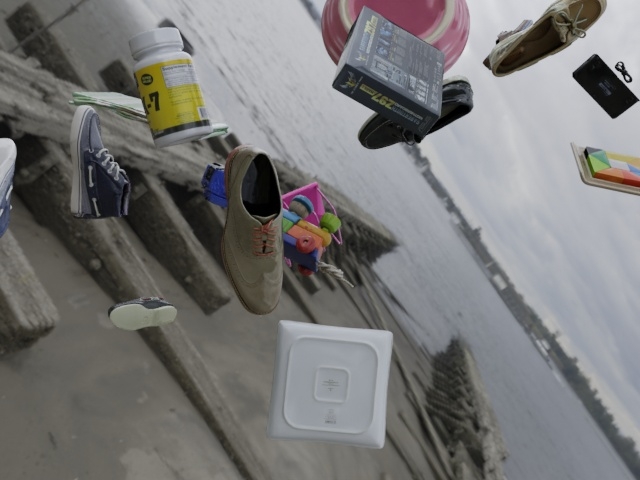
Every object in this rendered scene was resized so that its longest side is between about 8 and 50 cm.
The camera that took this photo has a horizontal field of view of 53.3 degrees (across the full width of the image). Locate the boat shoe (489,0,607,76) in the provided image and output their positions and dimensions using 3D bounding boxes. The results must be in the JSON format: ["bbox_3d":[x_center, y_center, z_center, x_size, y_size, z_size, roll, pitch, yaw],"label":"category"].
[{"bbox_3d":[0.527,-0.470,1.478,0.104,0.285,0.089,46,33,-17],"label":"boat shoe"}]

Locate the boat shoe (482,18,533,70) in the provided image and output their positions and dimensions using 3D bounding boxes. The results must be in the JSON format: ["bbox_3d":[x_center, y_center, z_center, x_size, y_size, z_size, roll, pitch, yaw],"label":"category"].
[{"bbox_3d":[0.514,-0.544,1.753,0.066,0.183,0.066,34,-11,22],"label":"boat shoe"}]

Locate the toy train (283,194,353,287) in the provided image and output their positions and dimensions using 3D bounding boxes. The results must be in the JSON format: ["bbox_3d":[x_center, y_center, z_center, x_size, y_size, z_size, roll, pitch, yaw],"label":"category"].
[{"bbox_3d":[0.000,0.000,1.391,0.248,0.143,0.105,27,-31,19],"label":"toy train"}]

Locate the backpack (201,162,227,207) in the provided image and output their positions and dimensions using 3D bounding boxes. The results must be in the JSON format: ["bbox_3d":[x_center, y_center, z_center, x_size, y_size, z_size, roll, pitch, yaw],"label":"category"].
[{"bbox_3d":[-0.257,-0.145,1.627,0.098,0.101,0.120,27,7,-29],"label":"backpack"}]

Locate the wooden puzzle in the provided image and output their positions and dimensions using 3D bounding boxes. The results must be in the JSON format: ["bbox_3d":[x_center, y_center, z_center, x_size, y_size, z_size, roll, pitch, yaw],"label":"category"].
[{"bbox_3d":[0.813,-0.195,1.747,0.239,0.044,0.221,16,36,1],"label":"wooden puzzle"}]

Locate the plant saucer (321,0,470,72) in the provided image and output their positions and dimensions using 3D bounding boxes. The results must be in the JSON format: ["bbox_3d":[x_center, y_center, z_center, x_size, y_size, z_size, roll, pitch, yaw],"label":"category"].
[{"bbox_3d":[0.165,-0.495,1.404,0.332,0.332,0.084,59,-6,18],"label":"plant saucer"}]

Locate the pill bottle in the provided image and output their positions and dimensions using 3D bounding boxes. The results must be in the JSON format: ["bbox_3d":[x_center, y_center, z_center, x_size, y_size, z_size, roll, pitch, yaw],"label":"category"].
[{"bbox_3d":[-0.293,-0.295,1.239,0.119,0.119,0.208,-51,126,-79],"label":"pill bottle"}]

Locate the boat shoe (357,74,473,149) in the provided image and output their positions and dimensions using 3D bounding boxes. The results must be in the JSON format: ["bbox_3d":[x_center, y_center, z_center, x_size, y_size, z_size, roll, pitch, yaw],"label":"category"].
[{"bbox_3d":[0.260,-0.318,1.733,0.127,0.340,0.113,44,29,-54],"label":"boat shoe"}]

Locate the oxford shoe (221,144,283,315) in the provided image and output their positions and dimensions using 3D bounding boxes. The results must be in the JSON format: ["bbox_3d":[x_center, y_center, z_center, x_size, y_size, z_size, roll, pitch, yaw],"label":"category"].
[{"bbox_3d":[-0.129,-0.012,1.251,0.130,0.123,0.347,-158,-121,-70],"label":"oxford shoe"}]

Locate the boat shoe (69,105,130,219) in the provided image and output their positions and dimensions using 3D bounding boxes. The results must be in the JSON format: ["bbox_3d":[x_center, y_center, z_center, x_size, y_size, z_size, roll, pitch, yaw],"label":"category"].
[{"bbox_3d":[-0.643,-0.224,1.893,0.127,0.158,0.340,-62,158,-76],"label":"boat shoe"}]

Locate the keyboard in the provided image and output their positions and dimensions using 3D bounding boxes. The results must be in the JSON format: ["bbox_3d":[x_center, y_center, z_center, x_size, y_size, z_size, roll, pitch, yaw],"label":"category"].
[{"bbox_3d":[0.745,-0.405,1.641,0.180,0.108,0.023,38,32,-17],"label":"keyboard"}]

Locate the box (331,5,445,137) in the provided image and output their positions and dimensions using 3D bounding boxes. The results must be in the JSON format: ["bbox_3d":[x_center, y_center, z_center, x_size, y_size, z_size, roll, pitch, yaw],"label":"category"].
[{"bbox_3d":[0.128,-0.305,1.135,0.184,0.059,0.232,27,42,-12],"label":"box"}]

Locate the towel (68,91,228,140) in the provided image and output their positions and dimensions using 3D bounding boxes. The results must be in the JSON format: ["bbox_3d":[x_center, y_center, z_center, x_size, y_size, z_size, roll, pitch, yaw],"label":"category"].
[{"bbox_3d":[-0.405,-0.306,1.554,0.325,0.038,0.248,16,15,4],"label":"towel"}]

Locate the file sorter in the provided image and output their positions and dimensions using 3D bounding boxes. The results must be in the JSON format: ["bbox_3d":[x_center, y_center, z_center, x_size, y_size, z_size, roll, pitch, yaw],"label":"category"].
[{"bbox_3d":[-0.091,-0.037,2.303,0.182,0.291,0.202,53,-18,48],"label":"file sorter"}]

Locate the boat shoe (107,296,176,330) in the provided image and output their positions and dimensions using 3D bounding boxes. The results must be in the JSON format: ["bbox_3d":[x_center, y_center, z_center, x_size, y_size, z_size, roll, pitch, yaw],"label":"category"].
[{"bbox_3d":[-0.307,0.121,1.081,0.042,0.048,0.133,33,16,32],"label":"boat shoe"}]

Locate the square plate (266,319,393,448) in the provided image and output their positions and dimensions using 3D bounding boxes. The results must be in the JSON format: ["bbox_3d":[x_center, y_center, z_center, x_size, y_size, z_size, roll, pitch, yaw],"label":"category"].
[{"bbox_3d":[0.032,0.419,1.857,0.049,0.348,0.343,123,-27,-79],"label":"square plate"}]

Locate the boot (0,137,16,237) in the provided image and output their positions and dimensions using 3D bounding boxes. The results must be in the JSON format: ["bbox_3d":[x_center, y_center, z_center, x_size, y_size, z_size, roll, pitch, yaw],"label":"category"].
[{"bbox_3d":[-0.559,-0.087,1.091,0.086,0.069,0.189,91,-1,-48],"label":"boot"}]
